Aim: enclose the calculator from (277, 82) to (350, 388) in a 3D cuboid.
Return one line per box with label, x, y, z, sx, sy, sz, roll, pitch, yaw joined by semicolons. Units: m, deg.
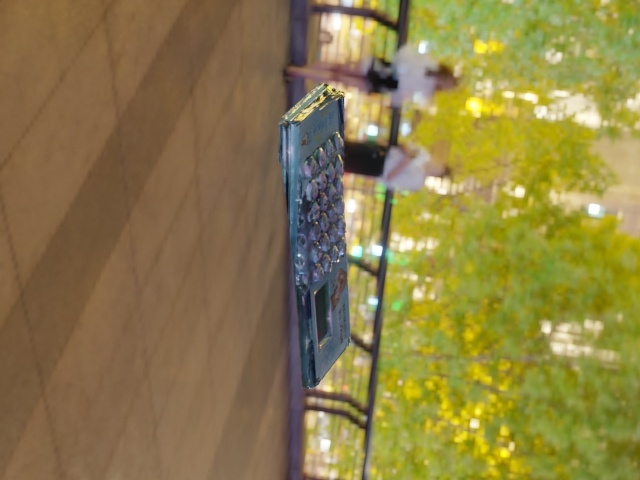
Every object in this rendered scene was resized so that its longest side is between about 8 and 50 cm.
calculator;0.000;0.000;0.587;0.057;0.018;0.172;-45;141;-48
